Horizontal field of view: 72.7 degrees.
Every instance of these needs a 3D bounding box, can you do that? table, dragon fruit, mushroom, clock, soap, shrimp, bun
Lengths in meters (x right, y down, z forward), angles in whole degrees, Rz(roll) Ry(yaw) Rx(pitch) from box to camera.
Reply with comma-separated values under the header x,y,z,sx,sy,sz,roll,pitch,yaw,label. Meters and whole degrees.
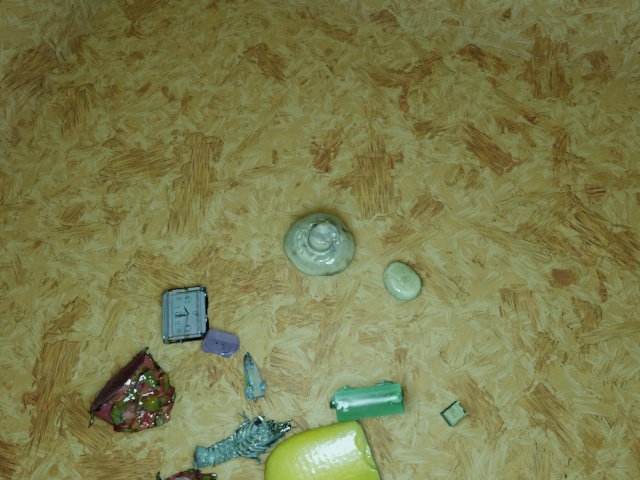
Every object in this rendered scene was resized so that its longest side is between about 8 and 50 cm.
x,y,z,sx,sy,sz,roll,pitch,yaw,label
0.530,0.686,1.726,0.083,0.079,0.062,-35,72,-10,table
-0.500,0.977,1.669,0.282,0.147,0.211,36,86,17,dragon fruit
0.000,0.000,1.861,0.315,0.336,0.313,1,73,-5,mushroom
-0.593,0.330,1.915,0.187,0.083,0.252,-7,71,2,clock
-0.003,0.887,1.673,0.428,0.115,0.305,-18,77,-2,soap
-0.297,0.785,1.712,0.411,0.166,0.221,-28,52,8,shrimp
-0.427,0.439,1.853,0.153,0.110,0.050,22,36,-20,clock
0.351,0.181,1.900,0.164,0.111,0.188,-37,69,-27,bun
-0.722,0.641,1.745,0.314,0.296,0.263,-46,109,-14,dragon fruit

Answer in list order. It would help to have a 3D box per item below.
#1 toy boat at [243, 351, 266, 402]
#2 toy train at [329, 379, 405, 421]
x,y,z,sx,sy,sz,roll,pitch,yaw,label
-0.285,0.569,1.829,0.085,0.066,0.210,0,57,-32,toy boat
0.182,0.625,1.706,0.301,0.202,0.120,-8,75,0,toy train
